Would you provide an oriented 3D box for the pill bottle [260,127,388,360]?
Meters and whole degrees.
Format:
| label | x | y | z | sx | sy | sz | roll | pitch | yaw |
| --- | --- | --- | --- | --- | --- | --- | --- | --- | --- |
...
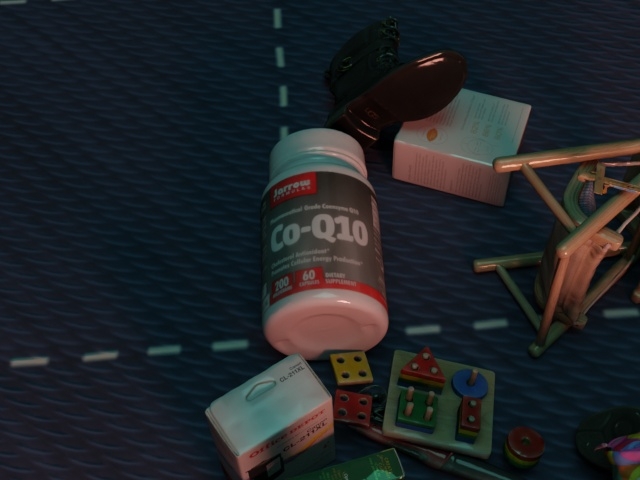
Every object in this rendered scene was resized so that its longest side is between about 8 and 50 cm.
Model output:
| label | x | y | z | sx | sy | sz | roll | pitch | yaw |
| --- | --- | --- | --- | --- | --- | --- | --- | --- | --- |
| pill bottle | 0.000 | 0.000 | 1.305 | 0.161 | 0.161 | 0.283 | -4 | 56 | 0 |

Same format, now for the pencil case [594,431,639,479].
| label | x | y | z | sx | sy | sz | roll | pitch | yaw |
| --- | --- | --- | --- | --- | --- | --- | --- | --- | --- |
| pencil case | 0.379 | 0.315 | 1.061 | 0.104 | 0.104 | 0.236 | -16 | 85 | -8 |

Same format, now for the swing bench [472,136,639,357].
| label | x | y | z | sx | sy | sz | roll | pitch | yaw |
| --- | --- | --- | --- | --- | --- | --- | --- | --- | --- |
| swing bench | 0.351 | -0.019 | 1.249 | 0.254 | 0.253 | 0.165 | -22 | 58 | -12 |

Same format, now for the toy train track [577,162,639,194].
| label | x | y | z | sx | sy | sz | roll | pitch | yaw |
| --- | --- | --- | --- | --- | --- | --- | --- | --- | --- |
| toy train track | 0.332 | -0.061 | 1.118 | 0.083 | 0.014 | 0.048 | 16 | 51 | 6 |

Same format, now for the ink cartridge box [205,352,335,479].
| label | x | y | z | sx | sy | sz | roll | pitch | yaw |
| --- | --- | --- | --- | --- | --- | --- | --- | --- | --- |
| ink cartridge box | -0.054 | 0.226 | 1.144 | 0.127 | 0.175 | 0.072 | -30 | 59 | -17 |

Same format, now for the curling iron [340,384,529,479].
| label | x | y | z | sx | sy | sz | roll | pitch | yaw |
| --- | --- | --- | --- | --- | --- | --- | --- | --- | --- |
| curling iron | 0.152 | 0.252 | 1.203 | 0.274 | 0.035 | 0.068 | 23 | 60 | 17 |

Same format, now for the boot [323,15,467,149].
| label | x | y | z | sx | sy | sz | roll | pitch | yaw |
| --- | --- | --- | --- | --- | --- | --- | --- | --- | --- |
| boot | 0.096 | -0.257 | 1.440 | 0.263 | 0.091 | 0.229 | -27 | 37 | 30 |

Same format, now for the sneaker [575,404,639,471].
| label | x | y | z | sx | sy | sz | roll | pitch | yaw |
| --- | --- | --- | --- | --- | --- | --- | --- | --- | --- |
| sneaker | 0.428 | 0.248 | 1.174 | 0.227 | 0.130 | 0.087 | -12 | 56 | 28 |

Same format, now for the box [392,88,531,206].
| label | x | y | z | sx | sy | sz | roll | pitch | yaw |
| --- | --- | --- | --- | --- | --- | --- | --- | --- | --- |
| box | 0.204 | -0.143 | 1.437 | 0.170 | 0.091 | 0.130 | 16 | 59 | 13 |

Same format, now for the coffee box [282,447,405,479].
| label | x | y | z | sx | sy | sz | roll | pitch | yaw |
| --- | --- | --- | --- | --- | --- | --- | --- | --- | --- |
| coffee box | 0.005 | 0.301 | 1.131 | 0.184 | 0.113 | 0.040 | -15 | 53 | -6 |

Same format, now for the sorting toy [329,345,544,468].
| label | x | y | z | sx | sy | sz | roll | pitch | yaw |
| --- | --- | --- | --- | --- | --- | --- | --- | --- | --- |
| sorting toy | 0.142 | 0.187 | 1.212 | 0.274 | 0.046 | 0.132 | 13 | 42 | 2 |
